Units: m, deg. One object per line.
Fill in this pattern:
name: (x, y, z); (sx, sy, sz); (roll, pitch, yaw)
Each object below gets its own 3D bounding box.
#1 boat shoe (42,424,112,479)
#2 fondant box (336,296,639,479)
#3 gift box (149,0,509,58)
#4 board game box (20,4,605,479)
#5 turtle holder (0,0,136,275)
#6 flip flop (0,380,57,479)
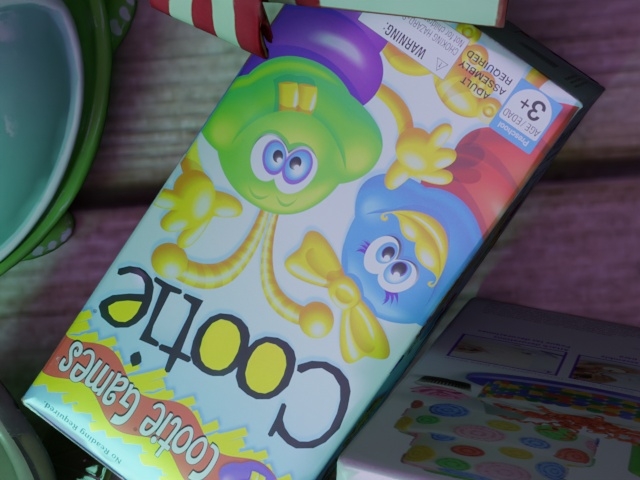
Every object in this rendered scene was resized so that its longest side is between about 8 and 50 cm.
boat shoe: (-0.149, 0.150, 1.012); (0.056, 0.048, 0.153); (21, 109, -3)
fondant box: (0.150, 0.118, 0.787); (0.238, 0.330, 0.096); (11, 100, 12)
gift box: (0.003, -0.243, 0.726); (0.276, 0.255, 0.258); (5, 56, 9)
board game box: (0.000, 0.000, 0.900); (0.142, 0.144, 0.275); (36, 103, 6)
turtle holder: (-0.259, -0.061, 0.907); (0.320, 0.227, 0.243); (-41, 88, 14)
flip flop: (-0.224, 0.152, 0.956); (0.112, 0.080, 0.277); (52, 132, 8)
